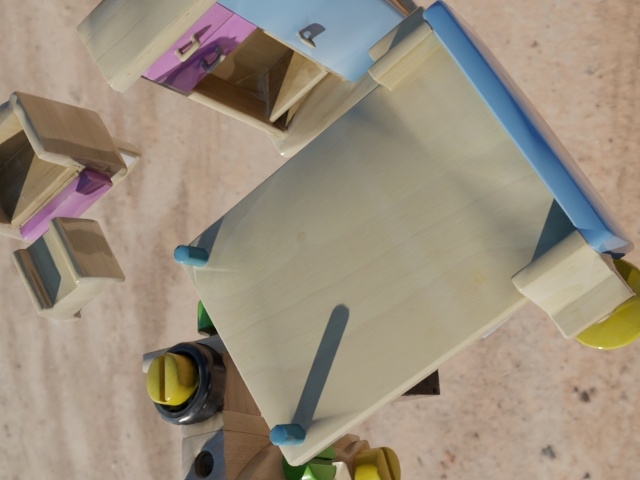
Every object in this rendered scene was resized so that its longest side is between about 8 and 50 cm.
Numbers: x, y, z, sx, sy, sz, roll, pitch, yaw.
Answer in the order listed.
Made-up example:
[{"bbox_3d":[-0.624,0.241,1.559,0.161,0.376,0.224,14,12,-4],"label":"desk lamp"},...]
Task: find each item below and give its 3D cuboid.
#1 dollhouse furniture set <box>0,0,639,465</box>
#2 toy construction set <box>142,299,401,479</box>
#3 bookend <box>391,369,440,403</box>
[{"bbox_3d":[0.000,0.000,0.591,0.286,0.198,0.303,-40,66,17],"label":"dollhouse furniture set"},{"bbox_3d":[-0.051,0.176,0.798,0.309,0.257,0.237,-38,58,54],"label":"toy construction set"},{"bbox_3d":[0.024,0.147,1.167,0.157,0.156,0.072,-23,66,53],"label":"bookend"}]
